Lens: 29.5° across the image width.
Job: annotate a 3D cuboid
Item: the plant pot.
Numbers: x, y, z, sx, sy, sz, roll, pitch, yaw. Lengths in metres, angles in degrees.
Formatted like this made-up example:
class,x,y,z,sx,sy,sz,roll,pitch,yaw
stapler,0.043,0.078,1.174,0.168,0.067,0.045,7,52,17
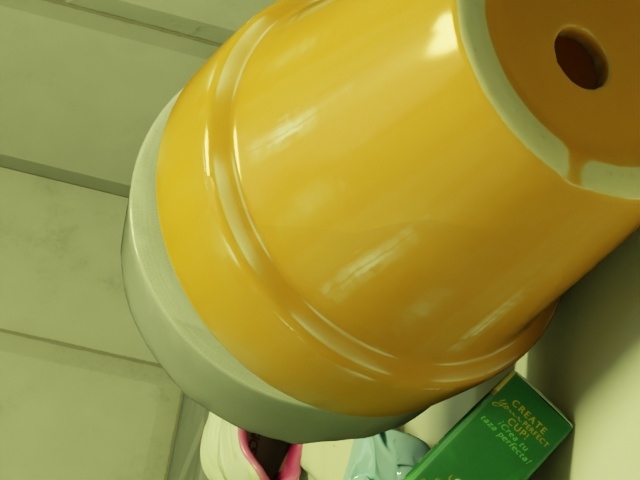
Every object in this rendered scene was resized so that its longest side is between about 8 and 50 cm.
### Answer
class,x,y,z,sx,sy,sz,roll,pitch,yaw
plant pot,0.057,-0.043,0.530,0.188,0.205,0.205,-35,39,54

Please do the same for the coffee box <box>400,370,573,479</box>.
class,x,y,z,sx,sy,sz,roll,pitch,yaw
coffee box,0.028,0.146,0.549,0.184,0.040,0.113,-40,-13,-29

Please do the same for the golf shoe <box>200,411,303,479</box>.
class,x,y,z,sx,sy,sz,roll,pitch,yaw
golf shoe,-0.036,0.107,1.193,0.140,0.115,0.306,176,101,-70

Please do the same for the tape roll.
class,x,y,z,sx,sy,sz,roll,pitch,yaw
tape roll,0.000,0.000,0.682,0.072,0.219,0.219,120,162,-63

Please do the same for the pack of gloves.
class,x,y,z,sx,sy,sz,roll,pitch,yaw
pack of gloves,0.032,0.205,0.802,0.232,0.046,0.195,-151,74,-71
